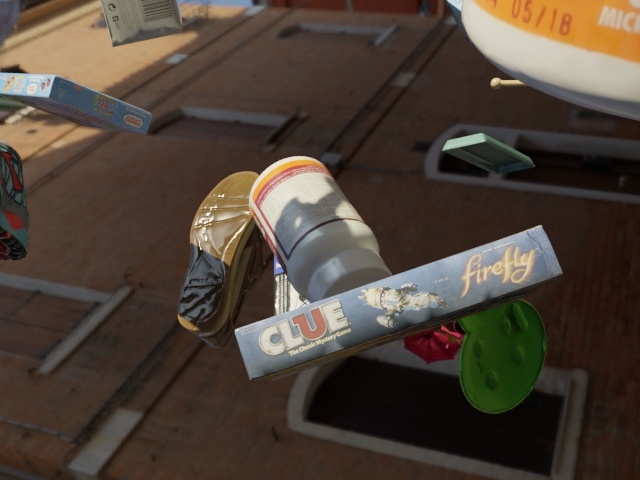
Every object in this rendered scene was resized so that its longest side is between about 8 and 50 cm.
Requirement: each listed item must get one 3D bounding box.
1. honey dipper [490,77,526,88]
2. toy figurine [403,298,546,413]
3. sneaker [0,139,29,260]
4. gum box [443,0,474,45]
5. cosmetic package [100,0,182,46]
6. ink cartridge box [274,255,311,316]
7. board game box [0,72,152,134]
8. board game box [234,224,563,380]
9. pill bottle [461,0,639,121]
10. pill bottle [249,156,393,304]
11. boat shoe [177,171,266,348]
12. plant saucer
[{"bbox_3d":[0.355,-0.253,1.319,0.030,0.160,0.031,3,-90,-72],"label":"honey dipper"},{"bbox_3d":[0.149,0.097,0.946,0.130,0.159,0.173,-38,-63,-22],"label":"toy figurine"},{"bbox_3d":[-0.414,-0.078,0.977,0.262,0.104,0.125,105,165,-62],"label":"sneaker"},{"bbox_3d":[0.326,-0.406,1.602,0.041,0.184,0.157,-44,-39,7],"label":"gum box"},{"bbox_3d":[-0.385,-0.509,1.763,0.184,0.151,0.151,-117,14,-72],"label":"cosmetic package"},{"bbox_3d":[-0.014,0.054,1.138,0.046,0.097,0.207,42,-142,-48],"label":"ink cartridge box"},{"bbox_3d":[-0.378,-0.208,1.243,0.160,0.211,0.039,19,-94,-42],"label":"board game box"},{"bbox_3d":[0.061,0.059,0.680,0.165,0.243,0.042,76,176,-80],"label":"board game box"},{"bbox_3d":[0.191,-0.258,0.317,0.224,0.224,0.392,-54,-28,-54],"label":"pill bottle"},{"bbox_3d":[0.000,0.000,1.041,0.121,0.121,0.221,77,165,-46],"label":"pill bottle"},{"bbox_3d":[-0.165,0.034,1.507,0.123,0.123,0.342,58,-146,-52],"label":"boat shoe"},{"bbox_3d":[0.251,-0.127,1.211,0.192,0.067,0.018,12,-107,-54],"label":"plant saucer"}]
